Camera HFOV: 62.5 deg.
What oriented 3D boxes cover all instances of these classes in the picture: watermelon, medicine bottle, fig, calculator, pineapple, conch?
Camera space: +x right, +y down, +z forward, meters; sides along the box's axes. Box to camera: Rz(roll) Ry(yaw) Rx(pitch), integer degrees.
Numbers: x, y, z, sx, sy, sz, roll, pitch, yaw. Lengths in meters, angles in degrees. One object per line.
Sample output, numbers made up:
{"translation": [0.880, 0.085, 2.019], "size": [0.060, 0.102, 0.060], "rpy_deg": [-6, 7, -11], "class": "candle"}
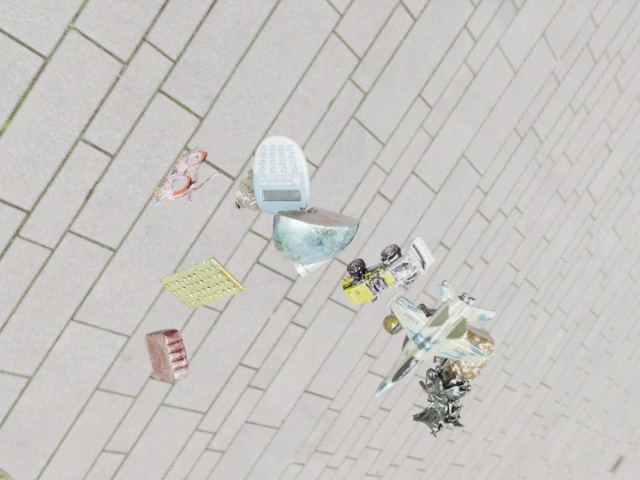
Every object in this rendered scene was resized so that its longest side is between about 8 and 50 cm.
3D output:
{"translation": [-0.002, 0.006, 1.536], "size": [0.322, 0.188, 0.175], "rpy_deg": [-15, 122, -59], "class": "watermelon"}
{"translation": [-0.022, 0.073, 2.257], "size": [0.183, 0.086, 0.086], "rpy_deg": [-34, 131, 3], "class": "medicine bottle"}
{"translation": [0.270, 0.301, 1.901], "size": [0.088, 0.074, 0.073], "rpy_deg": [1, 112, -35], "class": "fig"}
{"translation": [-0.122, -0.179, 1.661], "size": [0.042, 0.189, 0.302], "rpy_deg": [-48, 137, -65], "class": "calculator"}
{"translation": [0.267, 0.285, 1.071], "size": [0.237, 0.119, 0.111], "rpy_deg": [-66, 159, 3], "class": "pineapple"}
{"translation": [-0.249, -0.172, 1.877], "size": [0.207, 0.130, 0.155], "rpy_deg": [-37, 116, -50], "class": "conch"}

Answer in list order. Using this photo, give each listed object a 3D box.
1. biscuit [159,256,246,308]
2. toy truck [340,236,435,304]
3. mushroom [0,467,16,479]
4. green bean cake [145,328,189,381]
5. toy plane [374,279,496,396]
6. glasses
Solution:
{"translation": [-0.323, 0.119, 1.420], "size": [0.139, 0.232, 0.016], "rpy_deg": [49, 40, -28], "class": "biscuit"}
{"translation": [0.199, 0.101, 1.582], "size": [0.286, 0.111, 0.136], "rpy_deg": [-27, 117, 20], "class": "toy truck"}
{"translation": [-0.624, 0.492, 0.948], "size": [0.127, 0.166, 0.166], "rpy_deg": [-21, 130, 8], "class": "mushroom"}
{"translation": [-0.404, 0.303, 1.396], "size": [0.056, 0.136, 0.135], "rpy_deg": [-11, 88, -43], "class": "green bean cake"}
{"translation": [0.168, 0.176, 0.887], "size": [0.262, 0.192, 0.088], "rpy_deg": [-53, -176, 37], "class": "toy plane"}
{"translation": [-0.434, -0.201, 1.703], "size": [0.255, 0.162, 0.095], "rpy_deg": [-65, 145, -31], "class": "glasses"}
